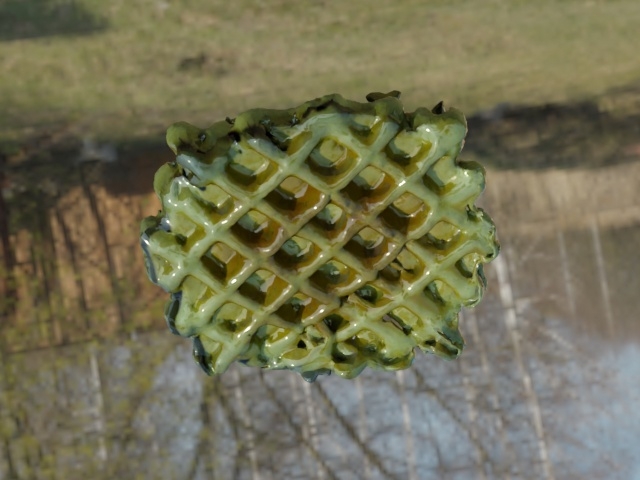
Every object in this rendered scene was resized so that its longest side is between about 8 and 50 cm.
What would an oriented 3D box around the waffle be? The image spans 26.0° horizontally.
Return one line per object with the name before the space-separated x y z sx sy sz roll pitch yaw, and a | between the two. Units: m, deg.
waffle | 0.000 0.000 1.232 0.317 0.297 0.073 -5 -147 -1
